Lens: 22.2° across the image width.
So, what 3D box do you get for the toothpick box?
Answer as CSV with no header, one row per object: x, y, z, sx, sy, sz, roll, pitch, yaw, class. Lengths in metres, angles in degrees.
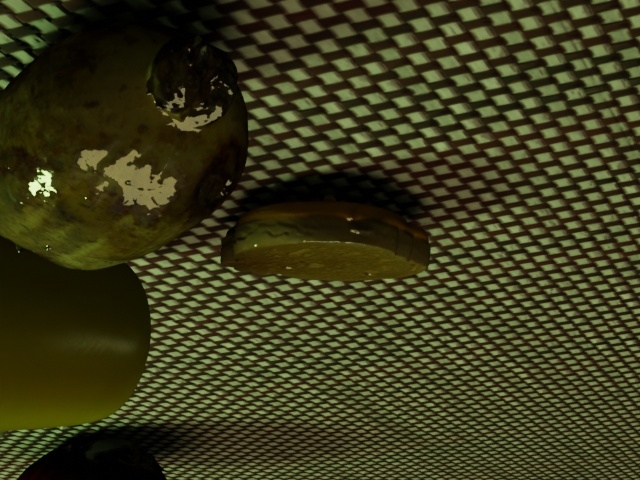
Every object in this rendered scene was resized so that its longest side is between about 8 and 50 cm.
-0.266,0.065,1.271,0.175,0.175,0.271,-21,159,40,toothpick box

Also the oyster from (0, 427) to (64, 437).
-0.357,0.169,1.666,0.222,0.083,0.214,-22,163,0,oyster

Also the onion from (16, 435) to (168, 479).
-0.289,0.388,2.076,0.273,0.285,0.273,31,170,6,onion

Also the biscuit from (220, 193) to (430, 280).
0.000,-0.004,1.316,0.170,0.050,0.170,2,168,0,biscuit

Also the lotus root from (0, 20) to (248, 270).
-0.127,-0.060,0.996,0.145,0.129,0.260,18,152,-27,lotus root
